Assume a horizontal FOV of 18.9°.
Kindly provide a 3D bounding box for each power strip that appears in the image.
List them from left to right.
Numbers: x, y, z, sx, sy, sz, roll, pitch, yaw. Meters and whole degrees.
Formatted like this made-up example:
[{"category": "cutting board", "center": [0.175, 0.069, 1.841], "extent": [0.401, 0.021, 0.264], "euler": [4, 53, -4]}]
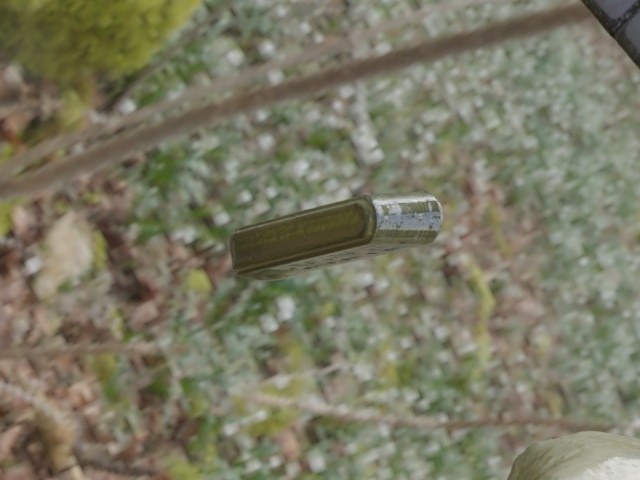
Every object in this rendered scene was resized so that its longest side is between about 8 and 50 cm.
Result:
[{"category": "power strip", "center": [0.000, 0.000, 2.046], "extent": [0.092, 0.387, 0.066], "euler": [-1, 85, -26]}]

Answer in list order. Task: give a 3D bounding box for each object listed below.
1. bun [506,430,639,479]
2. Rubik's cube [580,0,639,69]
[{"category": "bun", "center": [0.105, 0.167, 0.874], "extent": [0.188, 0.111, 0.164], "euler": [-58, 155, -25]}, {"category": "Rubik's cube", "center": [0.474, -0.253, 1.832], "extent": [0.337, 0.344, 0.344], "euler": [25, 25, -45]}]
